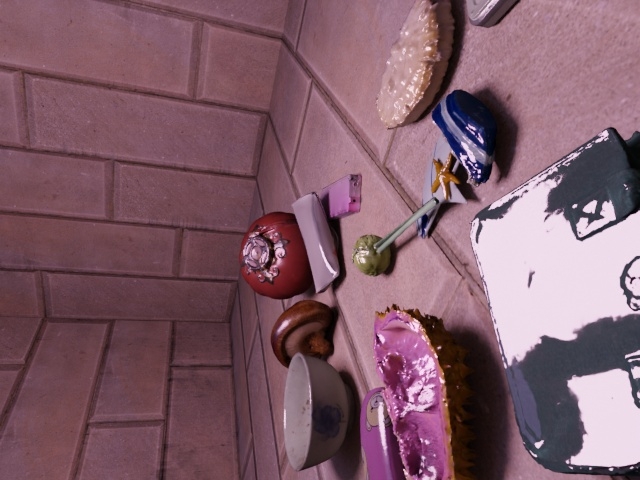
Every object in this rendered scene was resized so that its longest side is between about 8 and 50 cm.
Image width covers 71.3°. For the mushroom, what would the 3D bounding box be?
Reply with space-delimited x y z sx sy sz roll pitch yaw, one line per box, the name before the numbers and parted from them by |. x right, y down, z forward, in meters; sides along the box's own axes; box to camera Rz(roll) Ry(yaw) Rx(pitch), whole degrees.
mushroom | -0.060 0.273 1.342 0.231 0.194 0.138 -67 23 17

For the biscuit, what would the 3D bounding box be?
biscuit | 0.191 -0.349 0.905 0.179 0.084 0.281 -104 27 -47

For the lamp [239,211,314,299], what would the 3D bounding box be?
lamp | -0.138 0.051 1.523 0.303 0.257 0.303 -4 82 33

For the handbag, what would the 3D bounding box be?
handbag | 0.289 0.070 0.484 0.238 0.089 0.326 129 142 -58

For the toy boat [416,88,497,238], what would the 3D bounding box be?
toy boat | 0.228 -0.116 0.812 0.291 0.067 0.220 97 167 -47

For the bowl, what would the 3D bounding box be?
bowl | 0.002 0.444 1.176 0.289 0.146 0.289 -175 90 -74

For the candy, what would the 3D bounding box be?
candy | 0.152 -0.009 0.925 0.093 0.092 0.335 -63 6 -27

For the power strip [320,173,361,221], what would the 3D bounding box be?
power strip | 0.054 -0.122 1.345 0.279 0.038 0.109 167 107 -71

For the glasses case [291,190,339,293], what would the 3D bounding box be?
glasses case | 0.001 -0.001 1.365 0.128 0.083 0.308 -38 62 50

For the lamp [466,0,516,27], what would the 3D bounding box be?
lamp | 0.302 -0.509 0.666 0.266 0.047 0.268 135 137 -65

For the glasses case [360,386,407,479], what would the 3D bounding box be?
glasses case | 0.128 0.429 0.807 0.123 0.076 0.316 118 151 -53

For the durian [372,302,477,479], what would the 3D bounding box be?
durian | 0.189 0.252 0.722 0.191 0.112 0.341 -43 53 51
